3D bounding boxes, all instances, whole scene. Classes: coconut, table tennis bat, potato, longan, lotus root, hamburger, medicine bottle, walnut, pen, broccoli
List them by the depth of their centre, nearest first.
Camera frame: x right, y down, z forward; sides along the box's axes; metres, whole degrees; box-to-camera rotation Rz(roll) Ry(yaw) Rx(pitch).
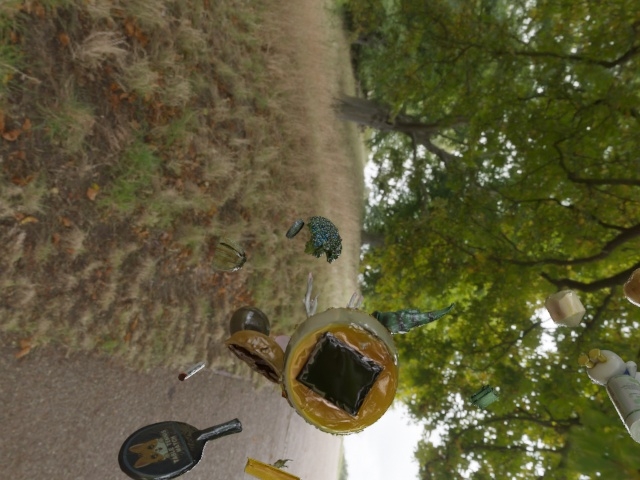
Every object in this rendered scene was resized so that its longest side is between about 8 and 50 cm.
[{"bbox_3d":[-0.269,0.398,0.846,0.150,0.236,0.027,28,-64,51],"label":"table tennis bat"},{"bbox_3d":[0.044,0.298,0.997,0.294,0.276,0.179,-61,180,-1],"label":"hamburger"},{"bbox_3d":[0.832,0.443,1.140,0.183,0.086,0.086,-49,154,-66],"label":"medicine bottle"},{"bbox_3d":[0.912,0.128,1.171,0.178,0.109,0.119,140,-31,-79],"label":"potato"},{"bbox_3d":[-0.170,0.321,1.246,0.087,0.211,0.167,-54,180,-31],"label":"walnut"},{"bbox_3d":[-0.436,0.443,1.482,0.218,0.026,0.026,35,69,-85],"label":"pen"},{"bbox_3d":[0.000,0.000,1.591,0.160,0.167,0.155,-28,-149,42],"label":"broccoli"},{"bbox_3d":[-0.279,0.350,1.685,0.204,0.159,0.185,-94,165,-62],"label":"longan"},{"bbox_3d":[-0.372,0.071,1.789,0.143,0.144,0.070,-68,160,-4],"label":"lotus root"},{"bbox_3d":[1.079,0.306,1.893,0.147,0.147,0.153,100,-23,-63],"label":"coconut"}]

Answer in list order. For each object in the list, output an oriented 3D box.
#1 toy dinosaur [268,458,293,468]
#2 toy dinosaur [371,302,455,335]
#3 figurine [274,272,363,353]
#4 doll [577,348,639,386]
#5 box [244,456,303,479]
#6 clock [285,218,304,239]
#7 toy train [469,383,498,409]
[{"bbox_3d":[-0.118,0.699,1.348,0.041,0.113,0.026,-10,-106,45],"label":"toy dinosaur"},{"bbox_3d":[0.226,0.227,1.214,0.120,0.291,0.079,60,21,-77],"label":"toy dinosaur"},{"bbox_3d":[-0.025,0.293,1.420,0.315,0.206,0.284,-42,-154,39],"label":"figurine"},{"bbox_3d":[0.903,0.415,1.285,0.138,0.293,0.119,-49,-164,38],"label":"doll"},{"bbox_3d":[-0.092,0.542,0.971,0.247,0.129,0.033,81,27,-55],"label":"box"},{"bbox_3d":[-0.088,-0.039,1.505,0.085,0.017,0.085,-46,170,-11],"label":"clock"},{"bbox_3d":[0.560,0.537,1.471,0.093,0.056,0.038,-44,-162,15],"label":"toy train"}]
